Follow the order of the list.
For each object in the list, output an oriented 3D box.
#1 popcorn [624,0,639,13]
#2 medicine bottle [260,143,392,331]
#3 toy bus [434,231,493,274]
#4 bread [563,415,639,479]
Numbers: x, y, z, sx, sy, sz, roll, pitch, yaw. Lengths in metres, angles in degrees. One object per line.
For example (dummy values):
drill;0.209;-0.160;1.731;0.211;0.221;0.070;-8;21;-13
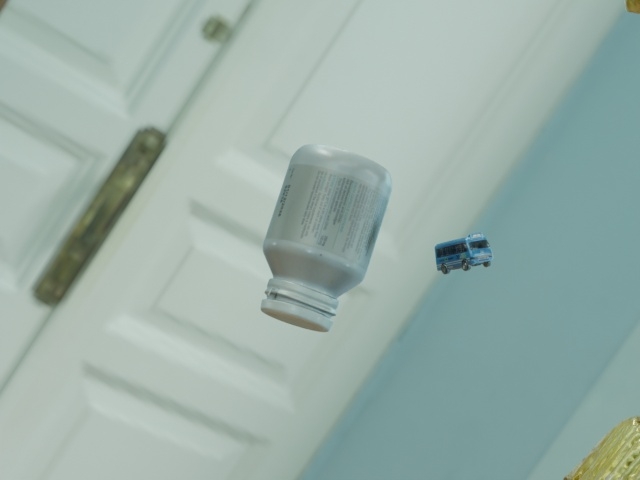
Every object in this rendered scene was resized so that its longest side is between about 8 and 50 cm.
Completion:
popcorn;0.524;-0.375;2.178;0.225;0.265;0.332;36;36;-9
medicine bottle;0.000;0.000;2.009;0.135;0.215;0.135;17;-10;3
toy bus;0.184;0.017;2.071;0.038;0.046;0.083;-9;-3;-30
bread;0.346;0.279;1.681;0.179;0.133;0.250;37;-5;4
